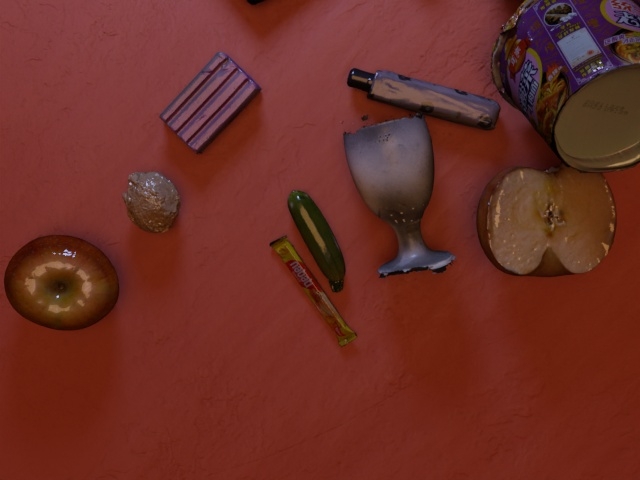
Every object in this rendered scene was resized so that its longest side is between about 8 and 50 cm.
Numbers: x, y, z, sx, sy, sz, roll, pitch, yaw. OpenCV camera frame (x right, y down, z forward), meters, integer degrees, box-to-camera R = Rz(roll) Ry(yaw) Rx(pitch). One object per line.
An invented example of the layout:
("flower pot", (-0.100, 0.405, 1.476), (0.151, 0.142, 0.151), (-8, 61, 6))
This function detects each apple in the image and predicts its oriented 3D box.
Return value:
("apple", (-0.560, 0.090, 1.663), (0.235, 0.173, 0.210), (36, 92, -13))
("apple", (0.460, -0.047, 1.634), (0.293, 0.163, 0.251), (0, 90, -13))

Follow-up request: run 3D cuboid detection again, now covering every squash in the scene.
("squash", (0.000, 0.000, 1.694), (0.066, 0.066, 0.252), (-28, 98, 4))

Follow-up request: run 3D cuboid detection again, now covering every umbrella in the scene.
("umbrella", (0.222, -0.310, 1.647), (0.338, 0.067, 0.073), (14, 84, -1))

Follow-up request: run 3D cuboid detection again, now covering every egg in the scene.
("egg", (-0.367, -0.084, 1.661), (0.118, 0.116, 0.140), (-14, 99, -26))

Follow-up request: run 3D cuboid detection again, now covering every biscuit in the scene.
("biscuit", (-0.015, 0.114, 1.731), (0.048, 0.026, 0.292), (-32, 97, 24))

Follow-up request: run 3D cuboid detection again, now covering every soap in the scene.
("soap", (-0.238, -0.299, 1.653), (0.203, 0.065, 0.122), (-45, 95, 6))

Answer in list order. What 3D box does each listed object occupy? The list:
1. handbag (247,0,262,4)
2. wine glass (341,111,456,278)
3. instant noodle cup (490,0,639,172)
("handbag", (-0.101, -0.659, 1.594), (0.275, 0.088, 0.244), (-36, 99, 2))
("wine glass", (0.168, -0.102, 1.618), (0.191, 0.190, 0.356), (-15, 97, 3))
("instant noodle cup", (0.523, -0.304, 1.474), (0.340, 0.265, 0.339), (-3, 135, -3))
